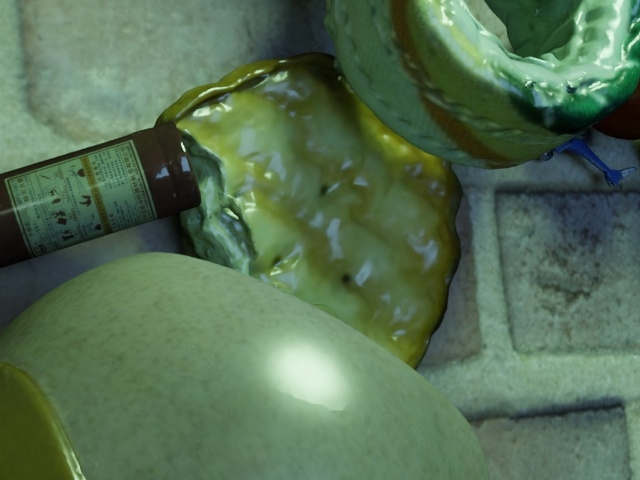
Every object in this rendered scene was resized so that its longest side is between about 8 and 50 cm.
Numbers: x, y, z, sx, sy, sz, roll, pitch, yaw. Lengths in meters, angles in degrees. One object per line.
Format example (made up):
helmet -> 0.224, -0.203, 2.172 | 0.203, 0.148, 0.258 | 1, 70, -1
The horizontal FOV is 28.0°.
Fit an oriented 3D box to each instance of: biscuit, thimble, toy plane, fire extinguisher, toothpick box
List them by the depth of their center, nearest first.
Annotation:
toothpick box -> -0.107, 0.260, 0.840 | 0.409, 0.409, 0.425 | 38, 70, -23
fire extinguisher -> -0.214, -0.039, 0.985 | 0.231, 0.071, 0.099 | -16, 112, -9
thimble -> 0.143, -0.202, 1.132 | 0.288, 0.167, 0.254 | 22, 64, -25
biscuit -> 0.000, 0.000, 1.142 | 0.329, 0.078, 0.335 | -2, 85, -36
toy plane -> 0.264, -0.106, 1.340 | 0.167, 0.054, 0.062 | 37, 41, -23

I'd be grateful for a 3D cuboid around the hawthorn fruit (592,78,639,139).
hawthorn fruit -> 0.306, -0.209, 1.302 | 0.202, 0.185, 0.185 | 33, 67, -14
